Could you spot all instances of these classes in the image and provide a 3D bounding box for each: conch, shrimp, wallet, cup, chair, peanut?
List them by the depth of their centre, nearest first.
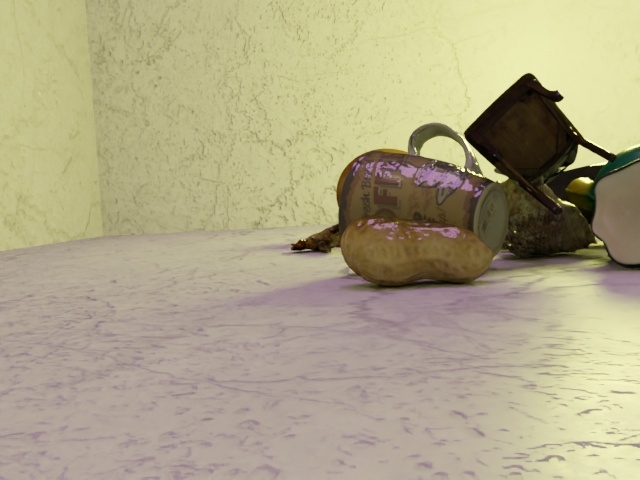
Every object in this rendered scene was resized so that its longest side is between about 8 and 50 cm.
[{"bbox_3d":[0.148,0.021,1.127,0.236,0.110,0.120,7,1,11],"label":"peanut"},{"bbox_3d":[0.364,-0.185,1.282,0.160,0.186,0.319,-46,18,13],"label":"chair"},{"bbox_3d":[0.212,-0.080,1.320,0.257,0.301,0.227,8,-21,35],"label":"cup"},{"bbox_3d":[0.434,-0.037,1.454,0.245,0.163,0.178,25,-3,13],"label":"conch"},{"bbox_3d":[0.476,-0.075,1.643,0.406,0.062,0.228,-14,25,46],"label":"wallet"},{"bbox_3d":[0.009,0.003,1.869,0.117,0.066,0.262,-21,-4,-24],"label":"shrimp"}]

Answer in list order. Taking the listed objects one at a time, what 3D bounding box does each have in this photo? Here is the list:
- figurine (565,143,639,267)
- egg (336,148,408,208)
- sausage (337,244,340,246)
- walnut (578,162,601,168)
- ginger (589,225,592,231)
[{"bbox_3d":[0.593,-0.076,1.269,0.324,0.231,0.340,2,12,24],"label":"figurine"},{"bbox_3d":[0.208,-0.142,2.219,0.283,0.282,0.351,-7,5,-43],"label":"egg"},{"bbox_3d":[0.075,0.002,2.027,0.034,0.034,0.129,-7,5,-44],"label":"sausage"},{"bbox_3d":[0.797,-0.127,2.023,0.298,0.203,0.203,-19,10,-25],"label":"walnut"},{"bbox_3d":[0.626,-0.068,1.862,0.152,0.138,0.267,-51,11,-13],"label":"ginger"}]
